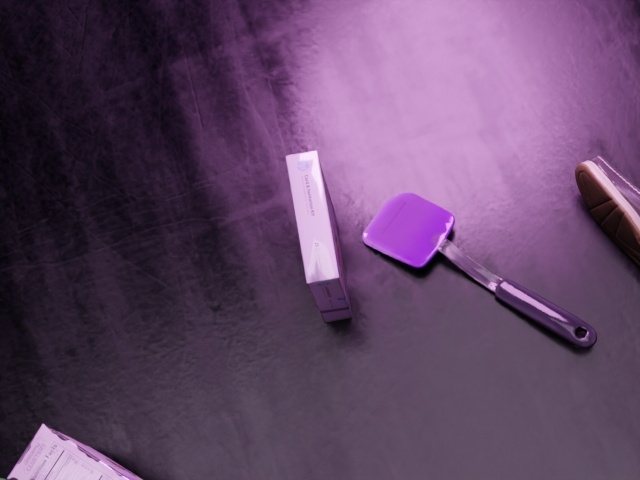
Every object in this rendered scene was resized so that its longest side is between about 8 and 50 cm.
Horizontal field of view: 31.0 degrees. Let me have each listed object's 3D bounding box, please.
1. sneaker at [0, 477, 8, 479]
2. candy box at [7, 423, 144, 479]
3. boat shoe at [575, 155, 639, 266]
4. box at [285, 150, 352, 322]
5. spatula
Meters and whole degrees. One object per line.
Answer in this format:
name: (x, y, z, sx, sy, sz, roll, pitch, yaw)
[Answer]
sneaker: (-0.282, 0.372, 1.268, 0.123, 0.109, 0.295, -18, 49, -44)
candy box: (-0.215, 0.286, 1.241, 0.196, 0.165, 0.070, 28, 77, 15)
boat shoe: (0.380, -0.012, 1.302, 0.073, 0.080, 0.223, -37, 78, -10)
box: (0.000, 0.000, 1.286, 0.038, 0.186, 0.145, -11, 72, 4)
spatula: (0.188, 0.038, 1.332, 0.296, 0.030, 0.084, 32, 78, 15)
